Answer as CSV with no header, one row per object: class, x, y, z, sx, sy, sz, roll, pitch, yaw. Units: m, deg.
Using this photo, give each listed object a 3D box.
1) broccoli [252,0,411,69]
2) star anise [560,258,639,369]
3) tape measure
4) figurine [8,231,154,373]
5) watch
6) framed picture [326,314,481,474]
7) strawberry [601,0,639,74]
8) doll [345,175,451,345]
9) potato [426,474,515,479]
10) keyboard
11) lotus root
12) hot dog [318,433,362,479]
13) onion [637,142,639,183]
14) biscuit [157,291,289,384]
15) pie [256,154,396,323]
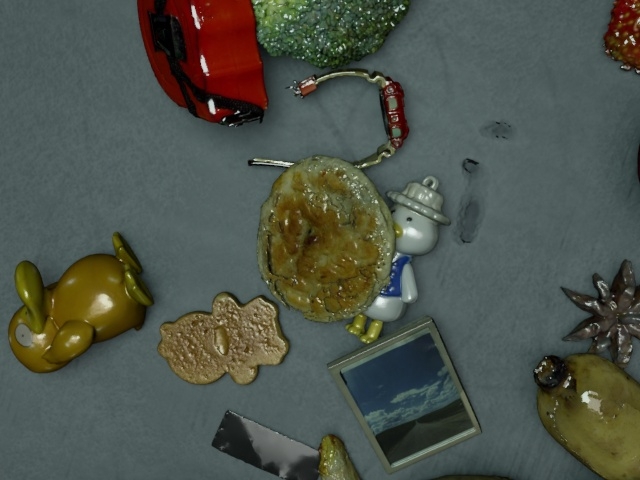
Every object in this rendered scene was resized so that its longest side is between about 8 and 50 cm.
broccoli,0.025,-0.407,1.013,0.288,0.235,0.260,-20,87,-38
star anise,0.495,0.133,1.111,0.182,0.065,0.195,-9,101,8
tape measure,-0.189,-0.312,1.015,0.114,0.260,0.253,-21,119,-29
figurine,-0.395,0.112,1.089,0.228,0.215,0.215,-11,93,-20
watch,0.011,-0.196,1.092,0.268,0.102,0.165,0,109,3
framed picture,0.147,0.264,1.115,0.189,0.023,0.260,-25,113,3
strawberry,0.616,-0.369,1.041,0.306,0.138,0.233,-39,93,2
doll,0.124,0.029,1.091,0.119,0.138,0.293,19,98,-44
potato,0.254,0.464,1.097,0.262,0.165,0.165,-14,93,8
keyboard,-0.090,0.369,1.171,0.196,0.015,0.074,23,90,0
lotus root,0.459,0.288,1.083,0.284,0.146,0.160,40,78,-9
hot dog,0.035,0.414,1.142,0.061,0.078,0.169,-29,87,19
onion,0.677,-0.091,0.992,0.347,0.348,0.385,-37,127,4
biscuit,-0.170,0.176,1.151,0.225,0.036,0.166,-18,92,6
pie,0.000,0.000,1.070,0.274,0.055,0.274,5,99,32
